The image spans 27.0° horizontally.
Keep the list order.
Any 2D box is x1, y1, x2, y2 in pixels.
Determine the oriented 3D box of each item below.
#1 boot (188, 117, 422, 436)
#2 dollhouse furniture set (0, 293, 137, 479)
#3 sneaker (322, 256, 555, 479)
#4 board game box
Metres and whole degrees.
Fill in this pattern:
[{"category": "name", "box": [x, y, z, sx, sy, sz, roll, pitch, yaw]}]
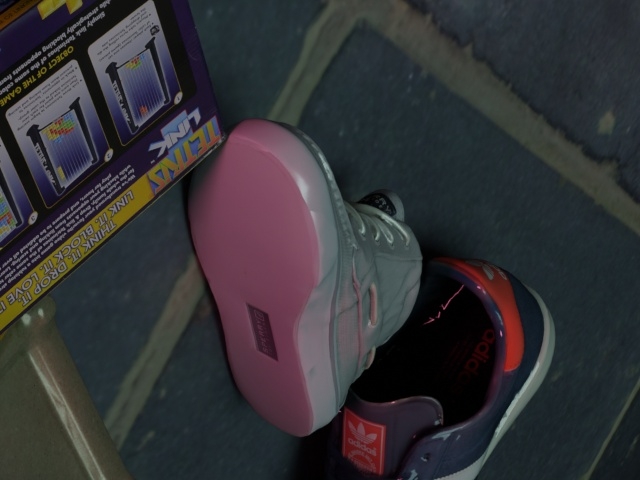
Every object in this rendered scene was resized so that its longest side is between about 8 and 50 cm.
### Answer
[{"category": "boot", "box": [0.000, 0.000, 0.789, 0.123, 0.095, 0.258, -47, 154, -30]}, {"category": "dollhouse furniture set", "box": [-0.194, 0.195, 0.687, 0.197, 0.151, 0.301, -55, 135, -47]}, {"category": "sneaker", "box": [0.042, 0.166, 0.933, 0.148, 0.131, 0.350, 38, 74, -58]}, {"category": "board game box", "box": [-0.128, -0.054, 0.597, 0.170, 0.048, 0.141, -43, 146, -25]}]
